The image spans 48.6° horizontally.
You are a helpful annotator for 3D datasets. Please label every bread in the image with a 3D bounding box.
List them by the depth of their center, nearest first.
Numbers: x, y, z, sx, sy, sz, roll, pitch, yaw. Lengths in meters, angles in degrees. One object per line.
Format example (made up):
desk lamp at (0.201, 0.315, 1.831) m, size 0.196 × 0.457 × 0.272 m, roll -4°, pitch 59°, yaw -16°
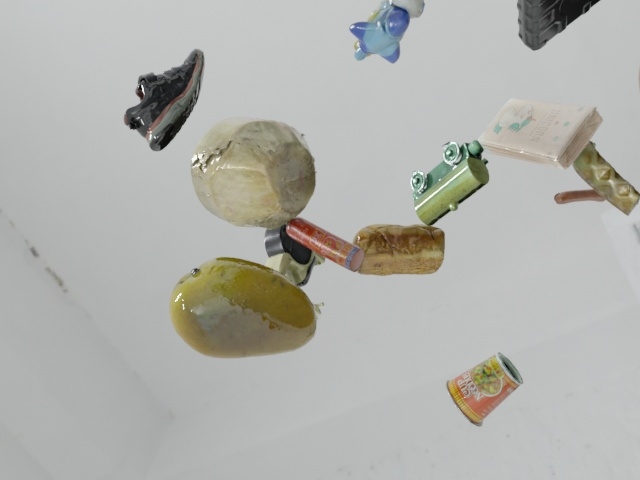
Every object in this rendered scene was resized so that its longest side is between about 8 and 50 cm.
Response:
bread at (0.755, -0.166, 1.882) m, size 0.232 × 0.088 × 0.128 m, roll 56°, pitch -162°, yaw 24°
bread at (0.255, 0.028, 2.299) m, size 0.166 × 0.295 × 0.132 m, roll 95°, pitch 169°, yaw -50°

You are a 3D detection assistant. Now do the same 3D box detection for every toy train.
toy train at (0.404, -0.176, 2.177) m, size 0.126 × 0.307 × 0.189 m, roll -1°, pitch -118°, yaw -39°

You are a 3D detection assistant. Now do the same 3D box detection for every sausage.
sausage at (0.000, 0.000, 2.047) m, size 0.274 × 0.074 × 0.074 m, roll 29°, pitch 179°, yaw 28°
sausage at (0.791, -0.133, 2.144) m, size 0.043 × 0.186 × 0.043 m, roll 176°, pitch 90°, yaw -69°

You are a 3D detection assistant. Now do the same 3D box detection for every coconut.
coconut at (-0.198, -0.199, 2.033) m, size 0.352 × 0.353 × 0.352 m, roll 55°, pitch -160°, yaw -31°

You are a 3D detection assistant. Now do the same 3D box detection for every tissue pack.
tissue pack at (0.578, -0.290, 1.893) m, size 0.071 × 0.170 × 0.325 m, roll 41°, pitch 175°, yaw -29°

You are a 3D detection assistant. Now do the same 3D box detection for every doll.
doll at (0.248, -0.740, 2.371) m, size 0.187 × 0.365 × 0.376 m, roll 41°, pitch -166°, yaw 7°

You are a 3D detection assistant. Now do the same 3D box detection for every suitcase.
suitcase at (0.530, -0.538, 1.456) m, size 0.066 × 0.285 × 0.206 m, roll 53°, pitch -177°, yaw 24°

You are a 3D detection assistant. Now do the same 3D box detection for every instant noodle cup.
instant noodle cup at (0.567, 0.495, 2.410) m, size 0.193 × 0.212 × 0.193 m, roll 43°, pitch -162°, yaw -17°

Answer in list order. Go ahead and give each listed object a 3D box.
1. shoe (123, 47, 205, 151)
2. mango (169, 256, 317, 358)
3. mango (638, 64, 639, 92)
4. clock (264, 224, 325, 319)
shoe at (-0.368, -0.344, 1.675) m, size 0.137 × 0.114 × 0.291 m, roll 26°, pitch -120°, yaw -3°
mango at (-0.183, 0.176, 1.722) m, size 0.365 × 0.252 × 0.182 m, roll 16°, pitch -162°, yaw -7°
mango at (0.932, -0.339, 1.715) m, size 0.378 × 0.221 × 0.264 m, roll 63°, pitch 176°, yaw 15°
clock at (-0.088, 0.112, 2.250) m, size 0.276 × 0.120 × 0.379 m, roll 42°, pitch -135°, yaw -37°
